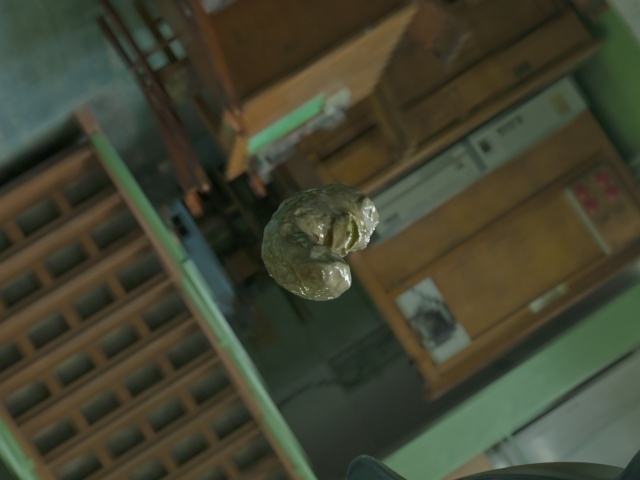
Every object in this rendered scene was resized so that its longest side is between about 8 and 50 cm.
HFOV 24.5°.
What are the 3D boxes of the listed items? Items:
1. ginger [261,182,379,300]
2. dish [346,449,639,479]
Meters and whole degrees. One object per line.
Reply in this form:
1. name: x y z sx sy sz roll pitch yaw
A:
1. ginger: -0.004 0.000 0.986 0.173 0.069 0.051 -64 169 -66
2. dish: 0.117 0.150 0.531 0.236 0.228 0.086 18 -151 39
